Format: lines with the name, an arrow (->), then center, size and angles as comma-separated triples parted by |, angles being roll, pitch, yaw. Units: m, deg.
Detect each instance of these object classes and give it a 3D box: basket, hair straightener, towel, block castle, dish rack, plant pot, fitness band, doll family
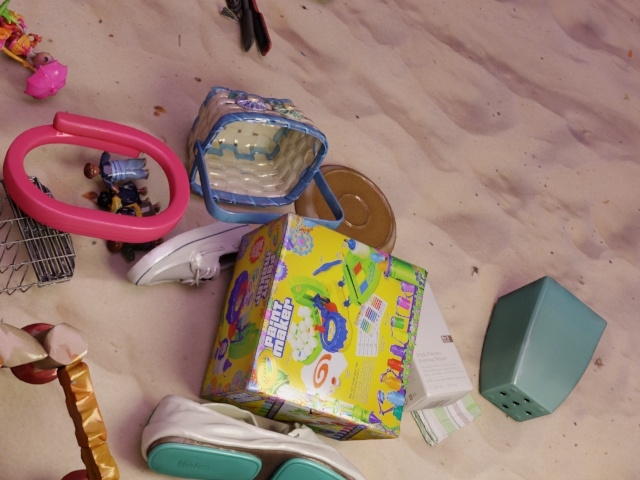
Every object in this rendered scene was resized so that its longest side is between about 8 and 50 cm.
basket -> -0.111, -0.133, 1.589 | 0.255, 0.201, 0.289 | 5, 48, -33
hair straightener -> -0.165, -0.488, 1.875 | 0.089, 0.047, 0.230 | 4, 61, -33
towel -> 0.232, 0.306, 1.689 | 0.152, 0.023, 0.113 | -19, 76, -40
block castle -> -0.485, 0.284, 1.094 | 0.453, 0.213, 0.302 | -16, 88, -33
dish rack -> -0.510, 0.004, 1.337 | 0.272, 0.074, 0.208 | -12, 72, -40
plant pot -> 0.421, 0.226, 1.777 | 0.166, 0.165, 0.234 | 38, 57, -10
fitness band -> -0.351, -0.097, 1.427 | 0.291, 0.054, 0.209 | 10, 54, -27
doll family -> -0.330, -0.063, 1.499 | 0.111, 0.076, 0.193 | -8, 64, -32
plant pot -> 0.059, -0.054, 1.780 | 0.236, 0.032, 0.236 | 16, 57, -26

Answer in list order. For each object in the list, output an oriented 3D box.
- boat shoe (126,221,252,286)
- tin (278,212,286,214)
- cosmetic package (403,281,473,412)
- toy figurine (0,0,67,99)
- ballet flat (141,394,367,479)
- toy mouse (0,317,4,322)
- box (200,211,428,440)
boat shoe -> -0.202, 0.032, 1.510 | 0.258, 0.095, 0.084 | -26, 76, -40
tin -> 0.000, 0.000, 1.637 | 0.190, 0.040, 0.106 | 24, 14, 23
cosmetic package -> 0.178, 0.193, 1.663 | 0.117, 0.085, 0.231 | -1, 59, -36
toy figurine -> -0.502, -0.313, 1.524 | 0.159, 0.130, 0.173 | 41, 22, -25
ballet flat -> -0.084, 0.329, 1.405 | 0.400, 0.139, 0.139 | 22, 53, -21
toy mouse -> -0.502, 0.160, 1.273 | 0.161, 0.031, 0.143 | 42, 49, -7
box -> -0.005, 0.150, 1.471 | 0.279, 0.177, 0.289 | 24, 66, -25
